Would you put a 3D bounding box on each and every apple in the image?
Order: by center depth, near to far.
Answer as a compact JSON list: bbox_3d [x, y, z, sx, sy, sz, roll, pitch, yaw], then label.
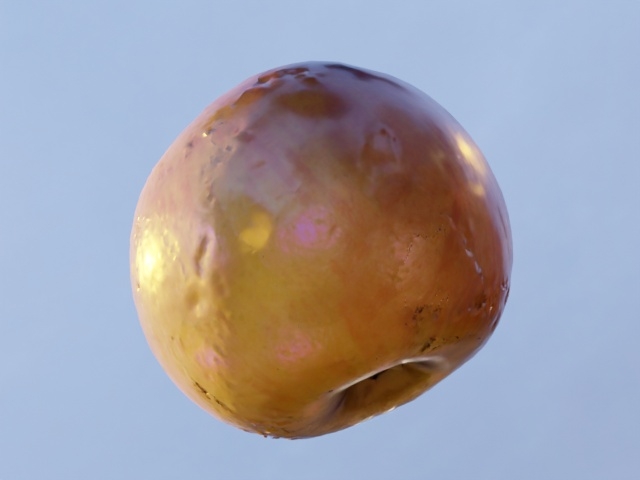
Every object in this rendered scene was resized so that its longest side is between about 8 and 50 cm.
[{"bbox_3d":[0.000,0.000,0.566,0.146,0.146,0.146,-23,-25,-12],"label":"apple"}]
